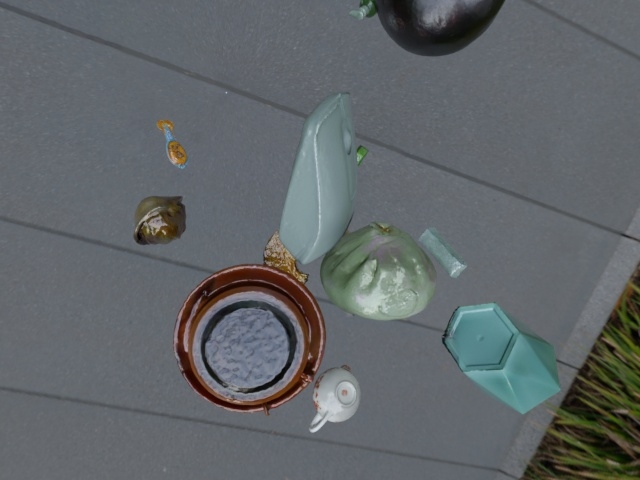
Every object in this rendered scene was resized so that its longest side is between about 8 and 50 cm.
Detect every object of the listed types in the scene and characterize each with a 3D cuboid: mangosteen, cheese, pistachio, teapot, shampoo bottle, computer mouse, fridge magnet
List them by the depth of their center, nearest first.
[{"bbox_3d":[0.010,-0.069,0.572,0.079,0.128,0.230,21,130,9],"label":"computer mouse"},{"bbox_3d":[-0.312,-0.203,0.970,0.017,0.047,0.111,-24,90,41],"label":"cheese"},{"bbox_3d":[-0.165,0.236,1.092,0.364,0.155,0.363,0,93,-7],"label":"fridge magnet"},{"bbox_3d":[-0.418,-0.048,1.210,0.165,0.210,0.130,-43,92,-19],"label":"pistachio"},{"bbox_3d":[0.308,-0.727,1.241,0.382,0.382,0.435,-40,126,3],"label":"mangosteen"},{"bbox_3d":[0.045,0.487,1.422,0.245,0.116,0.159,-41,107,-30],"label":"teapot"},{"bbox_3d":[0.173,-0.758,1.453,0.204,0.065,0.065,-49,113,-26],"label":"shampoo bottle"}]

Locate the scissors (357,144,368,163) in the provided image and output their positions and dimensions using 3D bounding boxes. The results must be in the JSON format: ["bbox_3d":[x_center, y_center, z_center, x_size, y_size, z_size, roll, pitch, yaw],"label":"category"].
[{"bbox_3d":[0.018,-0.082,0.826,0.027,0.101,0.204,36,76,2],"label":"scissors"}]

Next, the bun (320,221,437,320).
[{"bbox_3d":[0.142,0.051,1.111,0.293,0.293,0.187,-7,119,-9],"label":"bun"}]

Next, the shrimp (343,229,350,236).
[{"bbox_3d":[0.000,0.000,1.633,0.219,0.152,0.046,-10,136,-5],"label":"shrimp"}]

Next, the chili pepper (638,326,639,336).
[{"bbox_3d":[0.828,0.230,1.119,0.086,0.192,0.084,-1,71,12],"label":"chili pepper"}]

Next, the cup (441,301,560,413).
[{"bbox_3d":[0.287,0.180,0.739,0.236,0.148,0.134,38,75,-44],"label":"cup"}]

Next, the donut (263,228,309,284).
[{"bbox_3d":[-0.084,0.036,1.319,0.152,0.101,0.259,28,92,-8],"label":"donut"}]

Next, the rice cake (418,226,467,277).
[{"bbox_3d":[0.429,0.035,1.619,0.063,0.206,0.069,-12,149,-45],"label":"rice cake"}]
